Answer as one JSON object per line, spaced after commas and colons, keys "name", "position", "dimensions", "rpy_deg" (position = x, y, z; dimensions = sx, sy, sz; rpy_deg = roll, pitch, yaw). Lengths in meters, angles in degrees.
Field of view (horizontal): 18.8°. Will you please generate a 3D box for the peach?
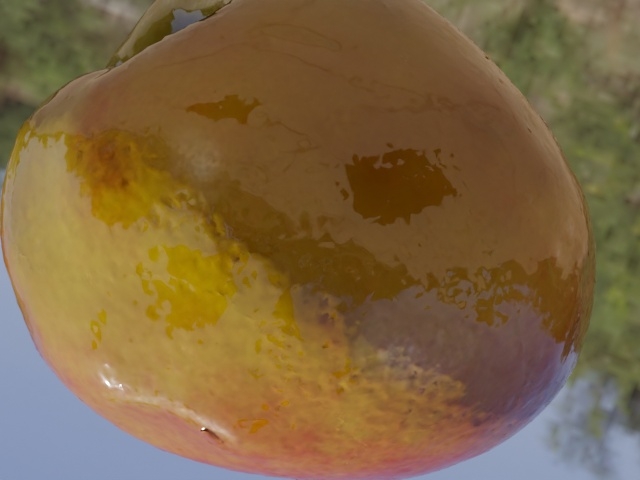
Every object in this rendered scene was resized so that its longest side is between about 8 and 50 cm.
{"name": "peach", "position": [-0.001, 0.003, 1.035], "dimensions": [0.308, 0.289, 0.289], "rpy_deg": [50, 177, -12]}
